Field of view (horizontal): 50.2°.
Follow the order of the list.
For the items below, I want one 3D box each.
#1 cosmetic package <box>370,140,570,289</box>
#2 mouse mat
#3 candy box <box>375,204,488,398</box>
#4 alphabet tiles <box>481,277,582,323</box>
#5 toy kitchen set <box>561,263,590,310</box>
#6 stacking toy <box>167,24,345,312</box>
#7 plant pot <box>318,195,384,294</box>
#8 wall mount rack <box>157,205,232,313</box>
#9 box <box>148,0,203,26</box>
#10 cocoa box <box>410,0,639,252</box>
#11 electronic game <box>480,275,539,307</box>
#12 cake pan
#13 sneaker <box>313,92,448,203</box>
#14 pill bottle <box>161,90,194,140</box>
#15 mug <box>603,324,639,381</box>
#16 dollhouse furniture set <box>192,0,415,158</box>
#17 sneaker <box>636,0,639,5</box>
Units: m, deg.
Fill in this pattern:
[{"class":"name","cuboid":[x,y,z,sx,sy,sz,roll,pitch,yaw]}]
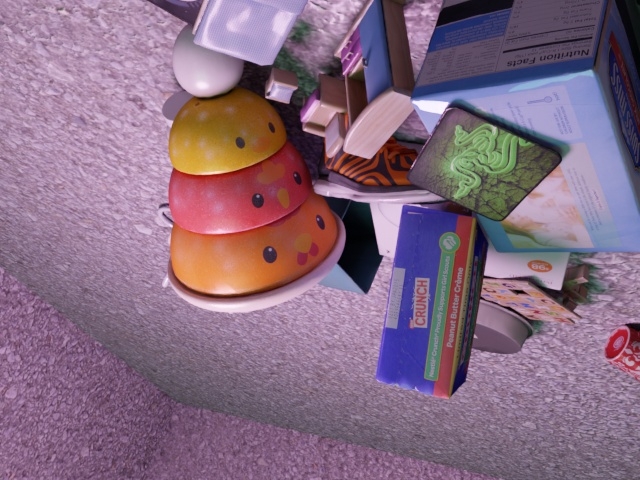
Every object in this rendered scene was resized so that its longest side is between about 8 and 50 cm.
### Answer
[{"class":"cosmetic package","cuboid":[0.287,-0.045,1.298,0.377,0.098,0.284,11,153,19]},{"class":"mouse mat","cuboid":[0.203,-0.092,0.884,0.152,0.007,0.190,24,153,1]},{"class":"candy box","cuboid":[0.194,0.103,1.125,0.122,0.268,0.317,9,176,19]},{"class":"alphabet tiles","cuboid":[0.427,0.129,1.455,0.237,0.009,0.198,30,163,-32]},{"class":"toy kitchen set","cuboid":[0.538,0.105,1.411,0.083,0.068,0.075,32,150,-20]},{"class":"stacking toy","cuboid":[-0.163,-0.144,1.212,0.350,0.351,0.480,5,127,27]},{"class":"plant pot","cuboid":[0.000,0.000,1.505,0.234,0.166,0.166,2,147,41]},{"class":"wall mount rack","cuboid":[-0.296,0.055,1.826,0.350,0.131,0.304,23,152,-2]},{"class":"box","cuboid":[-0.175,-0.405,1.002,0.147,0.078,0.180,28,151,-11]},{"class":"cocoa box","cuboid":[0.312,-0.166,0.926,0.231,0.228,0.347,-2,144,36]},{"class":"electronic game","cuboid":[0.368,0.086,1.516,0.229,0.048,0.229,17,151,10]},{"class":"cake pan","cuboid":[0.366,0.206,1.664,0.293,0.054,0.293,19,162,6]},{"class":"sneaker","cuboid":[0.094,-0.152,1.098,0.124,0.180,0.321,0,-172,-37]},{"class":"pill bottle","cuboid":[-0.244,-0.206,1.362,0.107,0.108,0.180,11,150,19]},{"class":"mug","cuboid":[0.739,0.251,1.522,0.169,0.150,0.113,27,-172,-2]},{"class":"dollhouse furniture set","cuboid":[-0.059,-0.240,0.958,0.303,0.198,0.286,12,146,-23]},{"class":"sneaker","cuboid":[0.431,-0.266,0.801,0.146,0.102,0.293,29,143,22]}]
